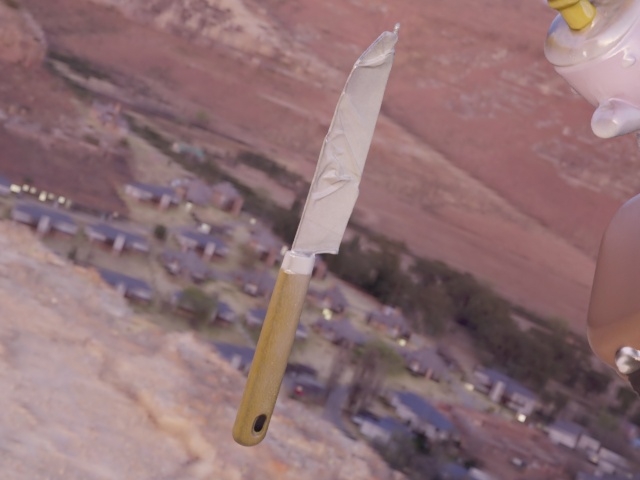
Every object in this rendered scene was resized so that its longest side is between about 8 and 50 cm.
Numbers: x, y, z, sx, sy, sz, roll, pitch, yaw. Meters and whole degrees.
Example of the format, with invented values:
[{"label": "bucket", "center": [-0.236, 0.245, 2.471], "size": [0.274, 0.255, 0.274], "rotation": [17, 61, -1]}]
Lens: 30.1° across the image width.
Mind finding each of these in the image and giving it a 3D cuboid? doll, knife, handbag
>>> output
[{"label": "doll", "center": [0.209, -0.098, 0.755], "size": [0.081, 0.129, 0.207], "rotation": [-16, -53, 48]}, {"label": "knife", "center": [-0.001, -0.001, 0.783], "size": [0.047, 0.297, 0.017], "rotation": [8, 14, -36]}, {"label": "handbag", "center": [0.377, 0.052, 1.099], "size": [0.149, 0.283, 0.302], "rotation": [33, -31, -14]}]
